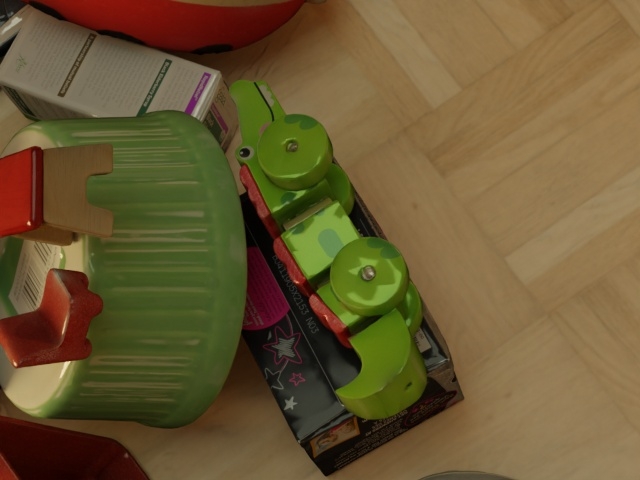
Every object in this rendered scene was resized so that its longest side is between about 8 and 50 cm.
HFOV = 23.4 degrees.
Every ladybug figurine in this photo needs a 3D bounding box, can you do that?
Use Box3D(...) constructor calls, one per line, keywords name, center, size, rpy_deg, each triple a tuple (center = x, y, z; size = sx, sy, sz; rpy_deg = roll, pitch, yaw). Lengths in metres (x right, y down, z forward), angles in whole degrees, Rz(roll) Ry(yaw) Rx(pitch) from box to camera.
Box3D(name="ladybug figurine", center=(-0.206, -0.314, 1.608), size=(0.449, 0.305, 0.162), rpy_deg=(21, 118, 7))

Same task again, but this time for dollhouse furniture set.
Box3D(name="dollhouse furniture set", center=(-0.323, 0.037, 1.336), size=(0.152, 0.374, 0.201), rpy_deg=(1, 84, -32))

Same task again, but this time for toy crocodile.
Box3D(name="toy crocodile", center=(0.000, 0.000, 1.355), size=(0.105, 0.115, 0.340), rpy_deg=(-30, 67, -1))

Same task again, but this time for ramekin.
Box3D(name="ramekin", center=(-0.205, 0.026, 1.434), size=(0.148, 0.303, 0.303), rpy_deg=(1, 62, -33))

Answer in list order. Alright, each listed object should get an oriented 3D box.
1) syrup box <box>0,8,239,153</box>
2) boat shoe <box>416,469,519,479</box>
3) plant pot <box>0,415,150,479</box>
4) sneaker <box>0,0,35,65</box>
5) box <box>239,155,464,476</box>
Box3D(name="syrup box", center=(-0.211, -0.152, 1.629), size=(0.237, 0.093, 0.096), rpy_deg=(21, 75, 19))
Box3D(name="boat shoe", center=(0.180, 0.247, 1.392), size=(0.228, 0.081, 0.079), rpy_deg=(7, 71, 15))
Box3D(name="plant pot", center=(-0.248, 0.341, 1.368), size=(0.236, 0.267, 0.267), rpy_deg=(-44, 66, 6))
Box3D(name="sneaker", center=(-0.406, -0.238, 1.706), size=(0.226, 0.086, 0.163), rpy_deg=(-38, 71, -8))
Box3D(name="box", center=(0.008, 0.069, 1.468), size=(0.163, 0.142, 0.247), rpy_deg=(-29, 67, -1))
